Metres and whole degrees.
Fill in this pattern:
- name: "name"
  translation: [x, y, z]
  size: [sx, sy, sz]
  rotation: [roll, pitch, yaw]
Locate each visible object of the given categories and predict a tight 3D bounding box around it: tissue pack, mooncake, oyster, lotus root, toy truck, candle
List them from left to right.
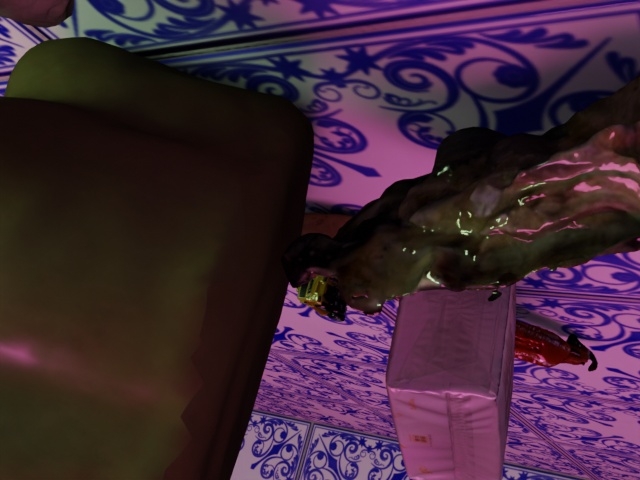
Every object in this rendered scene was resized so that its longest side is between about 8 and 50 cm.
- name: "mooncake"
  translation: [-0.174, 0.079, 0.655]
  size: [0.262, 0.467, 0.467]
  rotation: [15, 161, 4]
- name: "lotus root"
  translation: [0.000, 0.000, 0.878]
  size: [0.151, 0.063, 0.072]
  rotation: [7, 144, 20]
- name: "toy truck"
  translation: [0.004, 0.079, 1.118]
  size: [0.054, 0.049, 0.083]
  rotation: [7, 160, 30]
- name: "tissue pack"
  translation: [0.150, 0.140, 0.866]
  size: [0.124, 0.185, 0.225]
  rotation: [2, 142, 16]
- name: "candle"
  translation: [0.230, 0.113, 1.008]
  size: [0.301, 0.059, 0.084]
  rotation: [19, 157, -11]
- name: "oyster"
  translation: [0.147, -0.035, 0.505]
  size: [0.361, 0.221, 0.096]
  rotation: [-12, 109, 41]

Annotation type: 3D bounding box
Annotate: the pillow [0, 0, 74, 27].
- name: "pillow"
  translation: [-0.241, -0.246, 0.382]
  size: [0.280, 0.076, 0.274]
  rotation: [27, 157, -12]
